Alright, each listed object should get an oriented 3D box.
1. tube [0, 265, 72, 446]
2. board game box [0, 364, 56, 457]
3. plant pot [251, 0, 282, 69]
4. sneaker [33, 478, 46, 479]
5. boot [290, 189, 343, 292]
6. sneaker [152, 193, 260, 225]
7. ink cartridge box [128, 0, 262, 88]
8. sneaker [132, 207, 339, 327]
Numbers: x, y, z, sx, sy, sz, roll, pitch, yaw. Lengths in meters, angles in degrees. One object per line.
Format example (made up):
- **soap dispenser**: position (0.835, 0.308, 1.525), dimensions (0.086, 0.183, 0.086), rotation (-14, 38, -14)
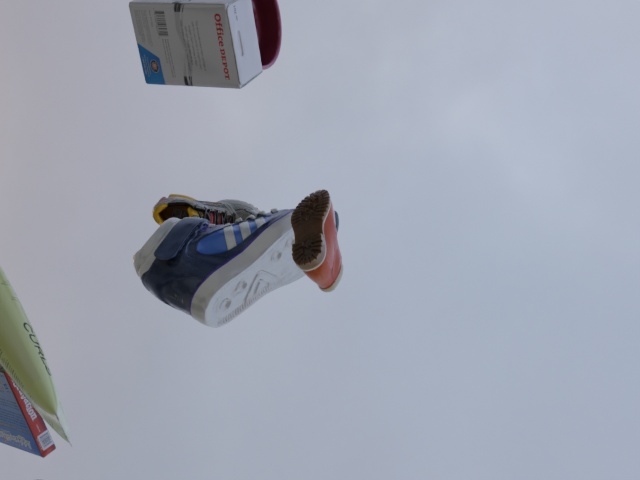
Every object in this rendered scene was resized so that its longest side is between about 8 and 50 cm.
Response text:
- **tube**: position (-0.351, 0.130, 1.066), dimensions (0.062, 0.070, 0.240), rotation (-46, -115, 18)
- **board game box**: position (-0.501, 0.229, 1.341), dimensions (0.281, 0.027, 0.145), rotation (3, -63, 42)
- **plant pot**: position (-0.192, -0.389, 1.619), dimensions (0.180, 0.201, 0.201), rotation (-4, -85, 26)
- **sneaker**: position (-0.394, 0.326, 0.909), dimensions (0.114, 0.305, 0.152), rotation (74, 2, -62)
- **boot**: position (0.000, 0.000, 1.290), dimensions (0.059, 0.084, 0.157), rotation (-18, -137, 23)
- **sneaker**: position (-0.222, -0.037, 1.786), dimensions (0.093, 0.225, 0.088), rotation (-64, 158, -78)
- **ink cartridge box**: position (-0.202, -0.327, 1.478), dimensions (0.191, 0.082, 0.139), rotation (7, -58, 25)
- **sneaker**: position (-0.155, -0.005, 1.517), dimensions (0.236, 0.323, 0.130), rotation (31, -38, 33)
